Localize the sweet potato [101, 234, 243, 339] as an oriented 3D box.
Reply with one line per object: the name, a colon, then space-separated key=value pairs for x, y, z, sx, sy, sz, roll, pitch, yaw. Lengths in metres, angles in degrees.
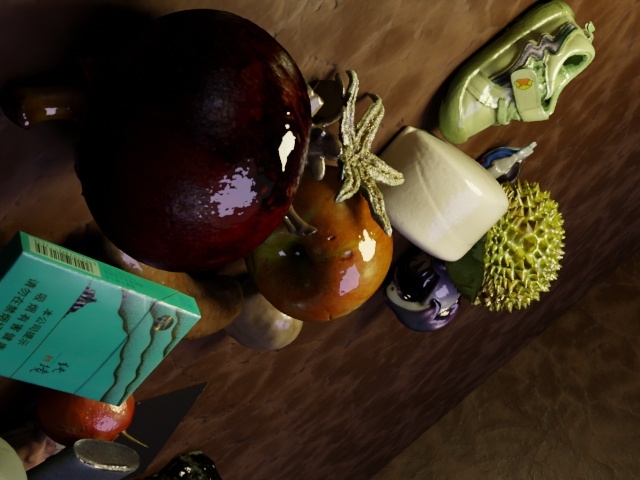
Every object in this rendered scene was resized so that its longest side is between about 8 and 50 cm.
sweet potato: x=-0.189 y=0.068 z=1.145 sx=0.114 sy=0.092 sz=0.341 roll=-68 pitch=158 yaw=-5

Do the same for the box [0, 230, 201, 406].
box: x=-0.263 y=0.091 z=1.003 sx=0.226 sy=0.042 sz=0.161 roll=27 pitch=116 yaw=-41

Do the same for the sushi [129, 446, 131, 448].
sushi: x=-0.475 y=0.506 z=1.472 sx=0.343 sy=0.064 sz=0.359 roll=-14 pitch=143 yaw=-48

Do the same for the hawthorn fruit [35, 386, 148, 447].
hawthorn fruit: x=-0.291 y=0.209 z=1.170 sx=0.125 sy=0.140 sz=0.125 roll=-18 pitch=169 yaw=-4

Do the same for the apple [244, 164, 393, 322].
apple: x=0.000 y=0.000 z=1.203 sx=0.196 sy=0.196 sz=0.196 roll=-35 pitch=156 yaw=-18

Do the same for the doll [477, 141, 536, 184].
doll: x=0.298 y=-0.116 z=1.646 sx=0.195 sy=0.070 sz=0.096 roll=-33 pitch=172 yaw=-6

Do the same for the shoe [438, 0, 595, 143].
shoe: x=0.281 y=-0.238 z=1.358 sx=0.262 sy=0.128 sz=0.140 roll=-45 pitch=144 yaw=-3

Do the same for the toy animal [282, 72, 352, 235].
toy animal: x=-0.052 y=-0.092 z=1.060 sx=0.214 sy=0.186 sz=0.094 roll=-15 pitch=-178 yaw=-10

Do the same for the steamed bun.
steamed bun: x=0.182 y=-0.063 z=1.422 sx=0.146 sy=0.164 sz=0.241 roll=-48 pitch=158 yaw=15

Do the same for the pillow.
pillow: x=-0.385 y=0.278 z=1.244 sx=0.248 sy=0.049 sz=0.135 roll=-20 pitch=148 yaw=-35

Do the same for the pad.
pad: x=-0.293 y=0.326 z=1.536 sx=0.163 sy=0.004 sz=0.243 roll=-7 pitch=139 yaw=-55

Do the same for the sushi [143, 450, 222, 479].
sushi: x=-0.264 y=0.469 z=1.694 sx=0.212 sy=0.115 sz=0.147 roll=-24 pitch=152 yaw=-36

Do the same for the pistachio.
pistachio: x=-0.082 y=0.109 z=1.371 sx=0.126 sy=0.108 sz=0.185 roll=-16 pitch=159 yaw=-15

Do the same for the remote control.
remote control: x=-0.394 y=0.344 z=1.191 sx=0.377 sy=0.044 sz=0.107 roll=-33 pitch=150 yaw=25

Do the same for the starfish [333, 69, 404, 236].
starfish: x=0.062 y=-0.100 z=1.155 sx=0.053 sy=0.208 sz=0.176 roll=-12 pitch=152 yaw=32

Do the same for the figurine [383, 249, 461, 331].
figurine: x=0.223 y=0.069 z=1.766 sx=0.222 sy=0.145 sz=0.145 roll=-44 pitch=158 yaw=-2

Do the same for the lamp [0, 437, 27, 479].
lamp: x=-0.416 y=0.263 z=1.015 sx=0.197 sy=0.197 sz=0.244 roll=-21 pitch=132 yaw=-42

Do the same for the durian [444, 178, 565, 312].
durian: x=0.317 y=0.007 z=1.594 sx=0.176 sy=0.200 sz=0.237 roll=-11 pitch=142 yaw=-17

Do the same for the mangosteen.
mangosteen: x=-0.142 y=-0.095 z=0.824 sx=0.261 sy=0.235 sz=0.235 roll=18 pitch=128 yaw=-15
